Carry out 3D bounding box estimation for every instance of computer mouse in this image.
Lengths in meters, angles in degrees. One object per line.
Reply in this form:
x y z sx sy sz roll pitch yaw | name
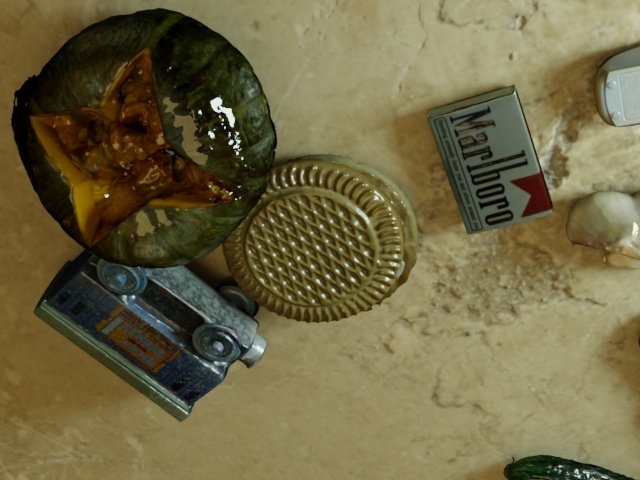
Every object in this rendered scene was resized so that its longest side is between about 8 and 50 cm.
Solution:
0.424 -0.189 1.323 0.199 0.045 0.102 -10 119 14 | computer mouse

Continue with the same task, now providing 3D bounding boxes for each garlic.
0.398 -0.010 1.410 0.174 0.099 0.124 3 107 6 | garlic

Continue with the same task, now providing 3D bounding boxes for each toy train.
-0.227 0.098 1.542 0.299 0.131 0.202 40 125 -16 | toy train

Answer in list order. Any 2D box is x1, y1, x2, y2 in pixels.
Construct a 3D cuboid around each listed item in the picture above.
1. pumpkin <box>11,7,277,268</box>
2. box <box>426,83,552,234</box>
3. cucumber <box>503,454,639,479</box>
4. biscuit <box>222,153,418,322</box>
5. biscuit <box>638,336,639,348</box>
-0.205 -0.118 1.348 0.320 0.192 0.320 5 108 14 | pumpkin
0.215 -0.100 1.410 0.115 0.036 0.177 -15 118 16 | box
0.404 0.368 1.652 0.265 0.077 0.077 19 122 -4 | cucumber
0.000 0.000 1.474 0.259 0.079 0.259 3 120 6 | biscuit
0.562 0.204 1.547 0.319 0.047 0.183 33 117 -13 | biscuit
